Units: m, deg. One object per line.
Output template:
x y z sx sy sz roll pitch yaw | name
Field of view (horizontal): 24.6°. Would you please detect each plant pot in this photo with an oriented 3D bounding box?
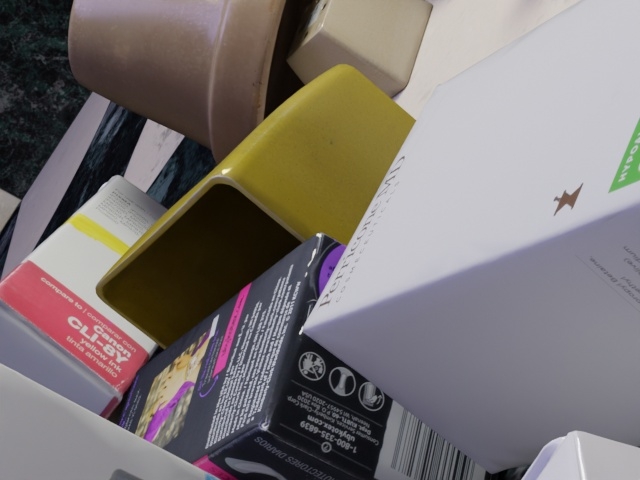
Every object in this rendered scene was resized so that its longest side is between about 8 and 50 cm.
0.000 0.000 1.088 0.212 0.212 0.187 -37 17 50 | plant pot
-0.131 -0.212 1.523 0.263 0.229 0.263 14 -90 -82 | plant pot
0.030 -0.194 1.440 0.109 0.096 0.109 -35 31 54 | plant pot

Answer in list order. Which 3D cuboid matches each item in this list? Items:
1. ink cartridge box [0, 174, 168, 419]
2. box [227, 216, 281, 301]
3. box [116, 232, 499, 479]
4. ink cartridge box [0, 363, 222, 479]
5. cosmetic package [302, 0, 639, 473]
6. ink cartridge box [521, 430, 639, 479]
-0.276 0.126 1.519 0.279 0.160 0.385 -52 4 22 | ink cartridge box
-0.065 0.072 1.246 0.186 0.038 0.145 87 -158 -62 | box
-0.020 0.136 0.961 0.270 0.165 0.143 -37 29 51 | box
-0.126 0.222 0.888 0.226 0.306 0.131 -37 29 52 | ink cartridge box
0.167 -0.020 0.704 0.365 0.155 0.197 -26 31 58 | cosmetic package
0.103 0.238 0.497 0.283 0.117 0.207 -86 17 -53 | ink cartridge box
